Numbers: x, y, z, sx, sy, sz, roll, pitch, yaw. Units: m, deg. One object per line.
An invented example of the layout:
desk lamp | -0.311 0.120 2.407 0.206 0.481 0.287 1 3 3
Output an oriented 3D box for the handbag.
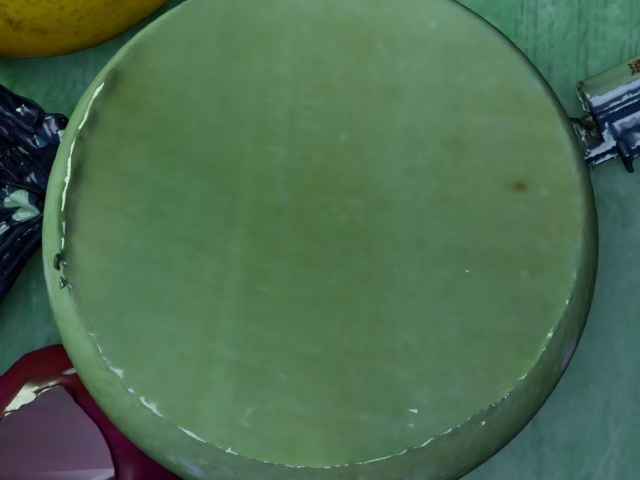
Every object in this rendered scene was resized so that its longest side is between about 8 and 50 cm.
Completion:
handbag | -0.280 -0.007 1.280 0.162 0.113 0.260 35 103 -19

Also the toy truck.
toy truck | 0.260 -0.103 1.242 0.201 0.074 0.088 -25 77 8

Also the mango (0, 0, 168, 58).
mango | -0.216 -0.203 1.281 0.252 0.126 0.154 9 87 3

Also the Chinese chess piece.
Chinese chess piece | 0.000 0.000 1.192 0.349 0.146 0.349 0 72 -1

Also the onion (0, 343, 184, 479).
onion | -0.124 0.150 1.268 0.218 0.140 0.195 -23 80 4
